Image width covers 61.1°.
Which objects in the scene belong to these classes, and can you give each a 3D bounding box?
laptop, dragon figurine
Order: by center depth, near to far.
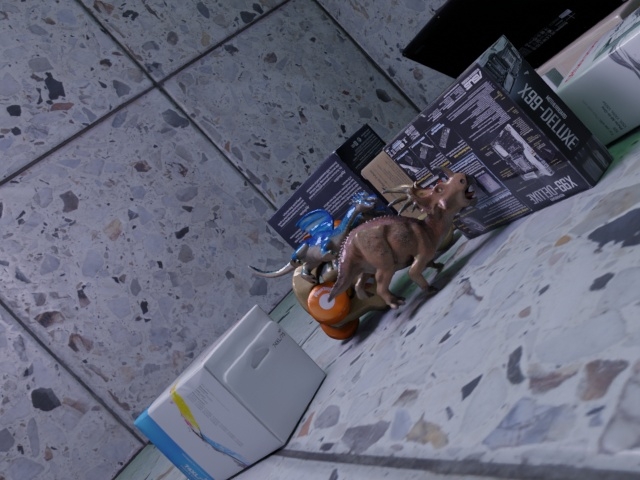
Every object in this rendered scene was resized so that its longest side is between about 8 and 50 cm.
[{"bbox_3d":[0.000,0.000,1.054,0.289,0.085,0.144,-19,41,35],"label":"dragon figurine"},{"bbox_3d":[0.440,-0.497,1.088,0.382,0.407,0.236,143,138,-59],"label":"laptop"}]

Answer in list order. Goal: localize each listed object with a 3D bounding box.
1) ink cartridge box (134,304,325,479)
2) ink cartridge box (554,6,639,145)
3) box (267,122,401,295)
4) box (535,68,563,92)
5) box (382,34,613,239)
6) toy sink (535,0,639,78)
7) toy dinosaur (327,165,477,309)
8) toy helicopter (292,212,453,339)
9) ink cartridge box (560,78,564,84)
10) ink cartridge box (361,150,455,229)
[{"bbox_3d":[-0.171,0.300,1.033,0.270,0.197,0.198,-42,3,34],"label":"ink cartridge box"},{"bbox_3d":[0.511,-0.290,0.783,0.211,0.121,0.289,-45,3,-35],"label":"ink cartridge box"},{"bbox_3d":[0.090,-0.061,1.404,0.343,0.312,0.179,-40,5,46],"label":"box"},{"bbox_3d":[0.580,-0.448,1.507,0.091,0.170,0.130,-48,5,-36],"label":"box"},{"bbox_3d":[0.269,-0.145,0.894,0.076,0.242,0.307,-46,3,-24],"label":"box"},{"bbox_3d":[0.562,-0.365,1.053,0.153,0.131,0.234,-45,5,-20],"label":"toy sink"},{"bbox_3d":[0.125,-0.003,0.944,0.295,0.200,0.127,-21,15,-7],"label":"toy dinosaur"},{"bbox_3d":[0.104,0.031,1.128,0.355,0.235,0.140,-27,-29,1],"label":"toy helicopter"},{"bbox_3d":[0.731,-0.525,1.275,0.176,0.069,0.371,-47,-5,-38],"label":"ink cartridge box"},{"bbox_3d":[0.239,-0.135,1.184,0.193,0.235,0.088,-40,5,39],"label":"ink cartridge box"}]
